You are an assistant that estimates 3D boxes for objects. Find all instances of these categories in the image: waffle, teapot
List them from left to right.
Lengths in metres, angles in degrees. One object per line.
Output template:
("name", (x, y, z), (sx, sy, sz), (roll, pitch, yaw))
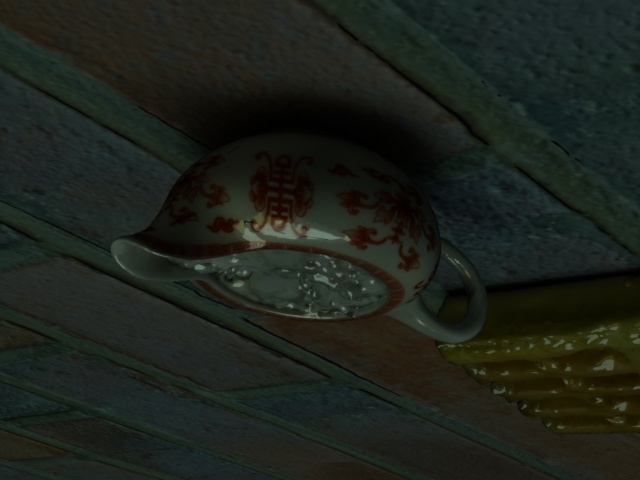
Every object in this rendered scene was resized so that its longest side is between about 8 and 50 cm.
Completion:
("teapot", (0.000, 0.000, 0.745), (0.245, 0.116, 0.159), (18, 143, -20))
("waffle", (0.237, 0.093, 0.974), (0.221, 0.055, 0.248), (-7, 153, 31))
